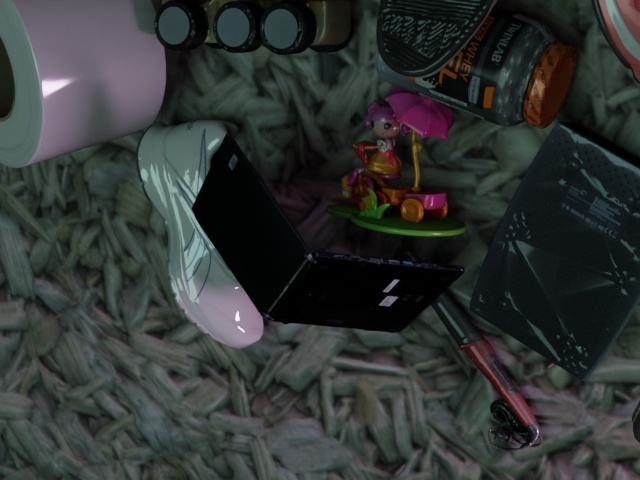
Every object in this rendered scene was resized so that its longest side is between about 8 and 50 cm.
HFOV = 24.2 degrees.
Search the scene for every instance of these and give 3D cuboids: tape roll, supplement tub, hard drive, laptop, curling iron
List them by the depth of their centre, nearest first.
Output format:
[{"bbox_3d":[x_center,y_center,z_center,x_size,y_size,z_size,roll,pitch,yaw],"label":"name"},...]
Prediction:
[{"bbox_3d":[0.163,-0.191,1.560,0.190,0.117,0.117,23,119,22],"label":"supplement tub"},{"bbox_3d":[0.278,0.009,1.609,0.172,0.054,0.254,32,122,17],"label":"hard drive"},{"bbox_3d":[0.000,0.000,1.677,0.234,0.264,0.136,126,147,-66],"label":"laptop"},{"bbox_3d":[0.170,0.131,1.734,0.068,0.035,0.274,-31,92,36],"label":"curling iron"},{"bbox_3d":[-0.318,-0.223,1.759,0.246,0.169,0.246,28,128,44],"label":"tape roll"}]

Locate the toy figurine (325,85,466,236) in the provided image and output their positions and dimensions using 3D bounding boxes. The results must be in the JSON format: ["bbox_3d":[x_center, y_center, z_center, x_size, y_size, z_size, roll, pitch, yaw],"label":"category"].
[{"bbox_3d":[0.087,-0.098,1.660,0.173,0.130,0.159,13,104,39],"label":"toy figurine"}]

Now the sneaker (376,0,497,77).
[{"bbox_3d":[0.158,-0.285,1.486,0.124,0.178,0.295,28,92,20],"label":"sneaker"}]

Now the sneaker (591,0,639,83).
[{"bbox_3d":[0.370,-0.191,1.458,0.136,0.116,0.314,-24,102,25],"label":"sneaker"}]

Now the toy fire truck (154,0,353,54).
[{"bbox_3d":[-0.083,-0.331,1.646,0.217,0.158,0.246,6,100,30],"label":"toy fire truck"}]

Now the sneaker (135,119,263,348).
[{"bbox_3d":[-0.124,-0.009,1.817,0.129,0.111,0.297,-12,104,28],"label":"sneaker"}]

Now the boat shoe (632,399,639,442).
[{"bbox_3d":[0.417,0.076,1.530,0.095,0.112,0.335,51,122,26],"label":"boat shoe"}]
